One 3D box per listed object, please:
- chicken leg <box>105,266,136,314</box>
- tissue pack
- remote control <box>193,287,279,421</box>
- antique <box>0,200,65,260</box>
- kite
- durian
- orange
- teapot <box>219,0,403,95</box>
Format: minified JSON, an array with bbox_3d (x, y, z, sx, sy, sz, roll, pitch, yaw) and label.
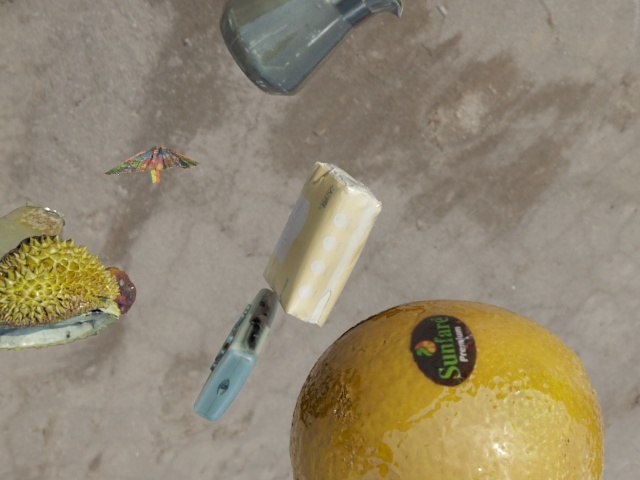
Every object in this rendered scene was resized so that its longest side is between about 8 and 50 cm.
[{"bbox_3d":[-0.419,0.098,1.589,0.048,0.089,0.219,-1,166,5],"label":"chicken leg"},{"bbox_3d":[0.000,0.000,1.212,0.090,0.186,0.222,20,103,-21],"label":"tissue pack"},{"bbox_3d":[-0.128,0.171,1.270,0.056,0.296,0.140,33,106,-4],"label":"remote control"},{"bbox_3d":[-0.520,0.042,1.324,0.150,0.284,0.125,21,119,-3],"label":"antique"},{"bbox_3d":[-0.421,-0.189,1.952,0.241,0.183,0.014,-8,127,-9],"label":"kite"},{"bbox_3d":[-0.416,0.072,1.114,0.237,0.138,0.193,0,157,-47],"label":"durian"},{"bbox_3d":[0.109,0.182,0.687,0.274,0.274,0.274,-15,135,-16],"label":"orange"},{"bbox_3d":[-0.031,-0.504,1.662,0.344,0.300,0.253,-30,-176,19],"label":"teapot"}]
